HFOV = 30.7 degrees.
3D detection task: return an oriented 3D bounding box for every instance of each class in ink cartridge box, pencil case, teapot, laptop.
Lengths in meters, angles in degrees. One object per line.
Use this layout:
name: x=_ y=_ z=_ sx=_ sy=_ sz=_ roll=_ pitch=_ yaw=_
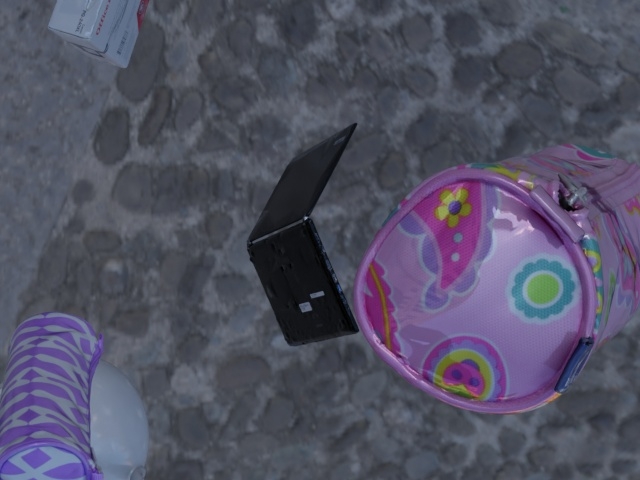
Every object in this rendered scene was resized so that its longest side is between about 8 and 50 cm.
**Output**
ink cartridge box: x=-0.285 y=-0.299 z=1.518 sx=0.063 sy=0.150 sz=0.109 roll=18 pitch=87 yaw=10
pencil case: x=0.120 y=0.009 z=0.640 sx=0.124 sy=0.284 sz=0.124 roll=2 pitch=96 yaw=22
teapot: x=-0.365 y=0.269 z=1.561 sx=0.256 sy=0.252 sz=0.187 roll=-27 pitch=163 yaw=21
laptop: x=0.000 y=0.000 z=1.680 sx=0.136 sy=0.234 sz=0.264 roll=-24 pitch=91 yaw=-26
pencil case: x=-0.227 y=0.143 z=0.985 sx=0.088 sy=0.206 sz=0.086 roll=-6 pitch=122 yaw=-8
